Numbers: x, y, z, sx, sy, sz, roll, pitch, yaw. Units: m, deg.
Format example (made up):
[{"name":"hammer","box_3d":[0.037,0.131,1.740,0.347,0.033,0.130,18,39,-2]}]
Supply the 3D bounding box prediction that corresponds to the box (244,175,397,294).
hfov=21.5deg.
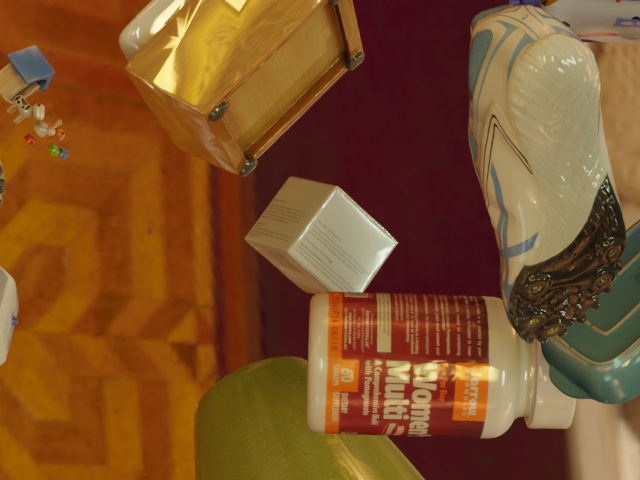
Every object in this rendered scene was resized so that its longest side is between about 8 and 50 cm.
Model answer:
[{"name":"box","box_3d":[0.000,0.000,1.718,0.102,0.101,0.087,41,77,-28]}]

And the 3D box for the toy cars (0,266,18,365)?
[{"name":"toy cars","box_3d":[-0.341,0.176,1.679,0.176,0.087,0.393,-81,179,-77]}]

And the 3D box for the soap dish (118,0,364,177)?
[{"name":"soap dish","box_3d":[-0.066,-0.189,1.642,0.229,0.291,0.118,-45,79,-4]}]

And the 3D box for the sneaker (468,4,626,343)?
[{"name":"sneaker","box_3d":[0.135,-0.039,1.042,0.085,0.086,0.237,-18,127,-12]}]

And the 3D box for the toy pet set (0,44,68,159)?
[{"name":"toy pet set","box_3d":[-0.326,-0.165,1.980,0.114,0.065,0.122,54,6,10]}]

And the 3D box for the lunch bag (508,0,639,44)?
[{"name":"lunch bag","box_3d":[0.326,-0.282,1.394,0.385,0.328,0.239,-77,167,-57]}]

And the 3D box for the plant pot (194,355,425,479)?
[{"name":"plant pot","box_3d":[-0.012,0.271,1.665,0.275,0.275,0.293,12,41,-45]}]

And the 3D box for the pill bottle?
[{"name":"pill bottle","box_3d":[0.100,0.106,1.419,0.121,0.221,0.121,-178,-90,-90]}]

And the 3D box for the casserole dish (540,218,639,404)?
[{"name":"casserole dish","box_3d":[0.249,0.045,1.317,0.188,0.114,0.037,-43,134,-7]}]

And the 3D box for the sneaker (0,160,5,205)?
[{"name":"sneaker","box_3d":[-0.390,0.019,1.543,0.107,0.110,0.275,43,85,-27]}]
